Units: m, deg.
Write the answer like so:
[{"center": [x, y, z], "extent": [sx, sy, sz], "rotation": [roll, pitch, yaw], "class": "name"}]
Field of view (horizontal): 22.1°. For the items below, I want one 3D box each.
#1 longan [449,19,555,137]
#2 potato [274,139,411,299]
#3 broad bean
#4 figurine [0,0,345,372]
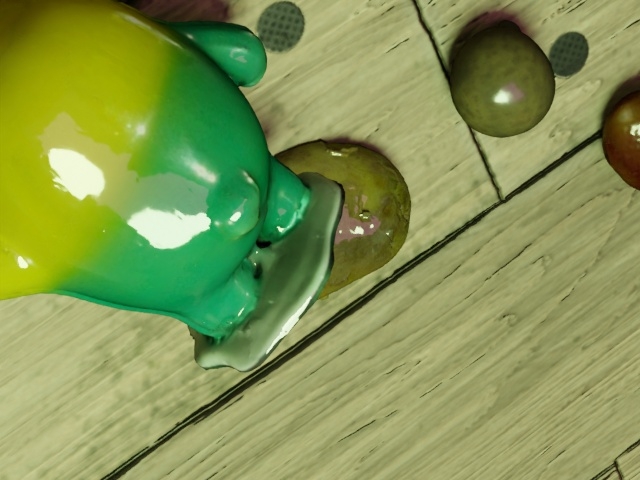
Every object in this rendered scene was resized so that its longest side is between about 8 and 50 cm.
[{"center": [0.172, -0.153, 1.536], "extent": [0.106, 0.106, 0.119], "rotation": [43, 47, -36], "class": "longan"}, {"center": [0.000, 0.000, 1.520], "extent": [0.200, 0.081, 0.164], "rotation": [-29, 124, -11], "class": "potato"}, {"center": [0.357, -0.097, 1.665], "extent": [0.165, 0.084, 0.114], "rotation": [12, 112, -26], "class": "broad bean"}, {"center": [-0.159, -0.058, 1.311], "extent": [0.340, 0.231, 0.323], "rotation": [34, 73, -29], "class": "figurine"}]
